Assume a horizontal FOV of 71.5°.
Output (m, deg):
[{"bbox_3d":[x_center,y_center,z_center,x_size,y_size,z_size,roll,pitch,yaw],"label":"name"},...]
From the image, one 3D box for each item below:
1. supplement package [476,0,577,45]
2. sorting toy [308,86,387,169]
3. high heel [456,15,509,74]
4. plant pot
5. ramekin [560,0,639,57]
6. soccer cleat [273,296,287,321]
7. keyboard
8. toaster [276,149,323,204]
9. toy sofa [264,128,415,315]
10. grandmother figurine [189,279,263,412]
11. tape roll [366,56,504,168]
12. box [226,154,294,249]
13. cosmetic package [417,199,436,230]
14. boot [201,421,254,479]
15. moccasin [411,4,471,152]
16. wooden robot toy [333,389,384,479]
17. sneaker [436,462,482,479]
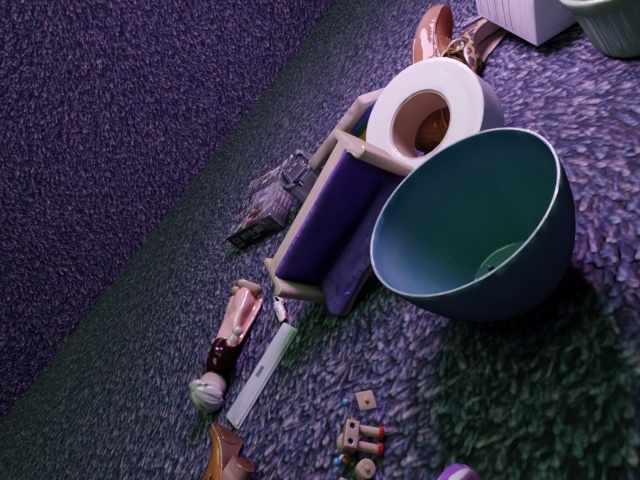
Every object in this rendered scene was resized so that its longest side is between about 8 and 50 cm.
[{"bbox_3d":[0.479,-0.585,1.032,0.139,0.134,0.244,-31,46,5],"label":"supplement package"},{"bbox_3d":[0.129,-0.288,1.206,0.257,0.089,0.255,-35,-8,-45],"label":"sorting toy"},{"bbox_3d":[0.453,-0.529,1.146,0.186,0.093,0.262,-12,49,35],"label":"high heel"},{"bbox_3d":[0.249,0.007,0.669,0.290,0.195,0.290,-35,31,25],"label":"plant pot"},{"bbox_3d":[0.607,-0.477,0.789,0.303,0.148,0.304,-35,32,26],"label":"ramekin"},{"bbox_3d":[-0.106,0.175,1.137,0.029,0.035,0.083,-40,30,17],"label":"soccer cleat"},{"bbox_3d":[-0.137,0.312,1.047,0.256,0.014,0.072,-58,24,-15],"label":"keyboard"},{"bbox_3d":[-0.031,-0.170,1.328,0.129,0.146,0.227,-47,28,6],"label":"toaster"},{"bbox_3d":[0.039,-0.024,0.923,0.363,0.150,0.177,-59,38,22],"label":"toy sofa"},{"bbox_3d":[-0.244,0.273,1.164,0.208,0.103,0.343,123,166,-57],"label":"grandmother figurine"},{"bbox_3d":[0.236,-0.233,0.954,0.286,0.100,0.287,-10,76,43],"label":"tape roll"},{"bbox_3d":[-0.195,-0.139,1.597,0.242,0.076,0.308,-25,37,38],"label":"box"},{"bbox_3d":[0.213,-0.072,0.826,0.115,0.060,0.041,-46,21,-29],"label":"cosmetic package"},{"bbox_3d":[-0.220,0.478,0.904,0.153,0.073,0.197,-57,26,-5],"label":"boot"},{"bbox_3d":[0.299,-0.406,1.082,0.146,0.139,0.381,-6,66,41],"label":"moccasin"},{"bbox_3d":[0.056,0.334,0.715,0.079,0.076,0.174,108,177,-51],"label":"wooden robot toy"},{"bbox_3d":[0.111,0.374,0.543,0.237,0.095,0.104,-56,21,-10],"label":"sneaker"}]
